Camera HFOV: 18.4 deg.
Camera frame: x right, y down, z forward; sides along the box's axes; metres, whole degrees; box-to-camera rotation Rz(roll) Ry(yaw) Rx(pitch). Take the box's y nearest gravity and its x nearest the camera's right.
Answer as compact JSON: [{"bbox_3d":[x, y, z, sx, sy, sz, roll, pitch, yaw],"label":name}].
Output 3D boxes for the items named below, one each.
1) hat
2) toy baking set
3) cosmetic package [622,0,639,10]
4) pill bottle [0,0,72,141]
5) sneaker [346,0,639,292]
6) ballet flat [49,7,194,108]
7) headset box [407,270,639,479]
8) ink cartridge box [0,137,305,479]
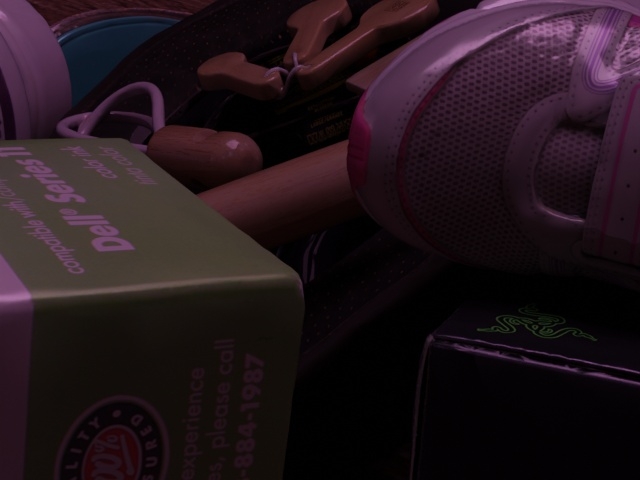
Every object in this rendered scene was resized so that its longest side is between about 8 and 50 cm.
[{"bbox_3d":[0.000,0.000,0.892,0.331,0.134,0.331,-21,31,13],"label":"hat"},{"bbox_3d":[-0.040,-0.039,0.828,0.256,0.030,0.197,-22,24,1],"label":"toy baking set"},{"bbox_3d":[0.311,-0.170,0.920,0.385,0.156,0.217,-23,39,7],"label":"cosmetic package"},{"bbox_3d":[-0.241,-0.045,0.931,0.169,0.169,0.301,12,18,18],"label":"pill bottle"},{"bbox_3d":[0.136,-0.027,0.677,0.252,0.103,0.111,0,16,-10],"label":"sneaker"},{"bbox_3d":[-0.080,-0.094,1.288,0.316,0.108,0.106,-3,-1,-40],"label":"ballet flat"},{"bbox_3d":[0.181,0.080,0.739,0.246,0.131,0.283,11,19,19],"label":"headset box"},{"bbox_3d":[-0.194,0.092,0.456,0.353,0.207,0.119,-4,23,-28],"label":"ink cartridge box"}]
